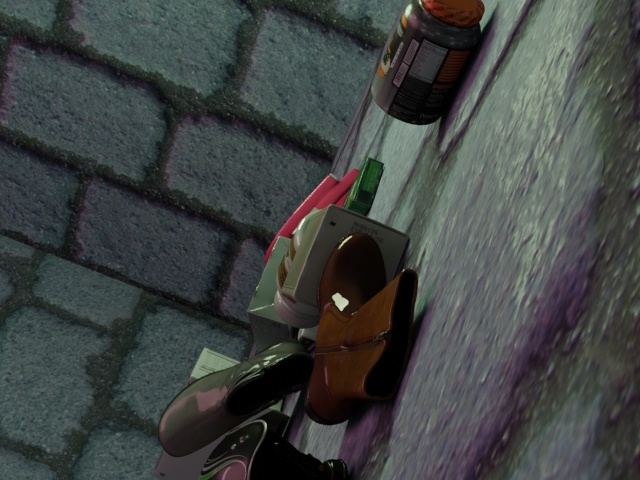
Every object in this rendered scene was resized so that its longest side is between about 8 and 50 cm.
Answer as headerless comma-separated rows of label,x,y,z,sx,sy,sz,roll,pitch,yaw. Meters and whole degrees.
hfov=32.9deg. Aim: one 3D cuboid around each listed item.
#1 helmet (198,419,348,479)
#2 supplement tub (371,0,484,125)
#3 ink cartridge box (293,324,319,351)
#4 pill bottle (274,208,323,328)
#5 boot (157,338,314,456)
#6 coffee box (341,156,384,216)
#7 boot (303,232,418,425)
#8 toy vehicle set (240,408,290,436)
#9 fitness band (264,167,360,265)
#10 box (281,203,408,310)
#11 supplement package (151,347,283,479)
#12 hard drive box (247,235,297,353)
helmet,-0.062,0.287,1.222,0.161,0.169,0.169,-34,31,54
supplement tub,0.156,-0.271,1.559,0.117,0.117,0.190,-73,6,-51
ink cartridge box,-0.002,0.118,2.152,0.208,0.045,0.206,119,171,-72
pill bottle,-0.008,0.058,1.916,0.229,0.131,0.131,116,174,-53
boot,-0.161,0.286,1.951,0.338,0.118,0.223,-37,2,-1
coffee box,0.074,-0.077,2.189,0.184,0.040,0.113,119,172,-60
boot,0.051,0.078,1.285,0.280,0.096,0.264,124,167,-69
toy vehicle set,-0.149,0.450,2.009,0.267,0.035,0.166,-67,-17,12
fitness band,-0.011,-0.044,2.353,0.291,0.054,0.209,-47,-10,-12
box,0.027,0.039,1.604,0.311,0.121,0.148,174,117,-86
supplement package,-0.215,0.405,2.337,0.145,0.204,0.262,-73,6,-70
hard drive box,-0.068,0.129,2.235,0.232,0.089,0.181,84,-155,-61
